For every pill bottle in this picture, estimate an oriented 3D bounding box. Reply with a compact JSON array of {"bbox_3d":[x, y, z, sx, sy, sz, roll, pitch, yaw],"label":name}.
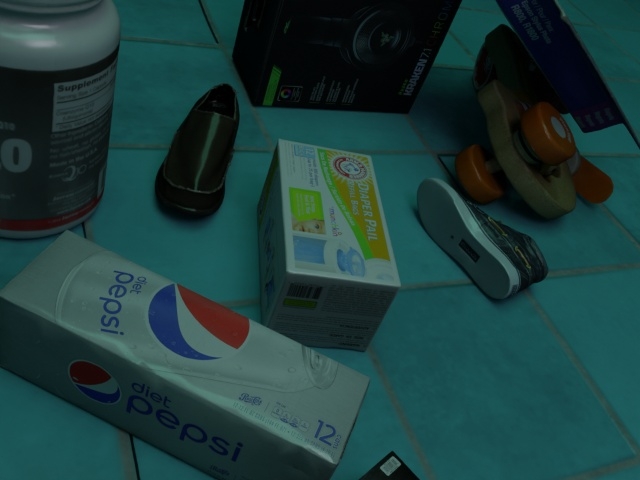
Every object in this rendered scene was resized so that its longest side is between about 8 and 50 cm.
[{"bbox_3d":[-0.271,-0.153,0.616,0.161,0.283,0.161,12,42,-11],"label":"pill bottle"}]

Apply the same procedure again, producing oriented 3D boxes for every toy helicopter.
[{"bbox_3d":[0.314,-0.184,1.009,0.235,0.140,0.355,25,48,-32],"label":"toy helicopter"}]

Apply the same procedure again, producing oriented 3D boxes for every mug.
[{"bbox_3d":[0.365,-0.288,1.162,0.169,0.113,0.150,10,11,-8],"label":"mug"}]

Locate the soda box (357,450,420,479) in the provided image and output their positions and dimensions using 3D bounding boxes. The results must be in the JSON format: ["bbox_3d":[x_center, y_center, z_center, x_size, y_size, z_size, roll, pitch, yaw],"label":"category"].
[{"bbox_3d":[0.011,0.231,0.498,0.169,0.060,0.053,-25,60,-41],"label":"soda box"}]

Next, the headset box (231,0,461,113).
[{"bbox_3d":[0.027,-0.321,0.955,0.283,0.246,0.131,-2,47,-26],"label":"headset box"}]

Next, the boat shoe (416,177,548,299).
[{"bbox_3d":[0.198,-0.008,0.840,0.083,0.065,0.183,-13,57,-37],"label":"boat shoe"}]

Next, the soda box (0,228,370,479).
[{"bbox_3d":[-0.112,0.107,0.550,0.286,0.098,0.091,25,41,5],"label":"soda box"}]

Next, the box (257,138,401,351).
[{"bbox_3d":[0.000,0.000,0.708,0.114,0.103,0.203,8,43,-15],"label":"box"}]

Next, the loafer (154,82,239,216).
[{"bbox_3d":[-0.140,-0.115,0.790,0.080,0.078,0.220,13,41,-10],"label":"loafer"}]

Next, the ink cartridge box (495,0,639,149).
[{"bbox_3d":[0.311,-0.295,0.943,0.324,0.071,0.330,34,36,-43],"label":"ink cartridge box"}]
